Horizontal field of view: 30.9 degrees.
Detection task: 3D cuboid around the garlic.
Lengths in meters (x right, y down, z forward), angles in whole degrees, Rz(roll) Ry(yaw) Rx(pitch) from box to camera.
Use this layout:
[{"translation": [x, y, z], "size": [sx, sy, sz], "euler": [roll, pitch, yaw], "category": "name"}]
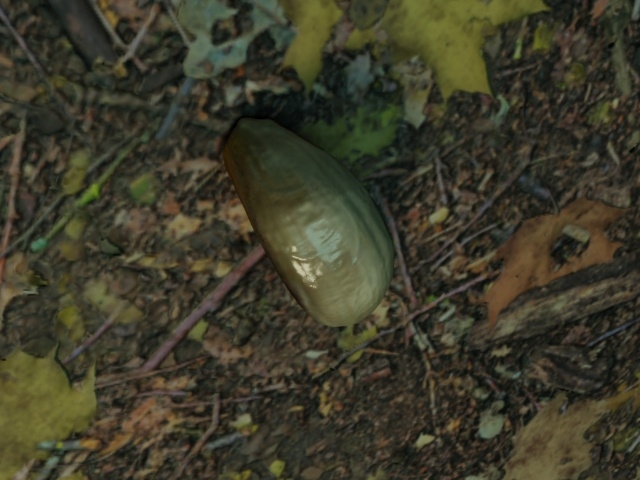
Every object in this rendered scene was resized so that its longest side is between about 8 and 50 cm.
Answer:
[{"translation": [0.003, 0.002, 0.843], "size": [0.087, 0.101, 0.195], "euler": [-37, 130, -6], "category": "garlic"}]
